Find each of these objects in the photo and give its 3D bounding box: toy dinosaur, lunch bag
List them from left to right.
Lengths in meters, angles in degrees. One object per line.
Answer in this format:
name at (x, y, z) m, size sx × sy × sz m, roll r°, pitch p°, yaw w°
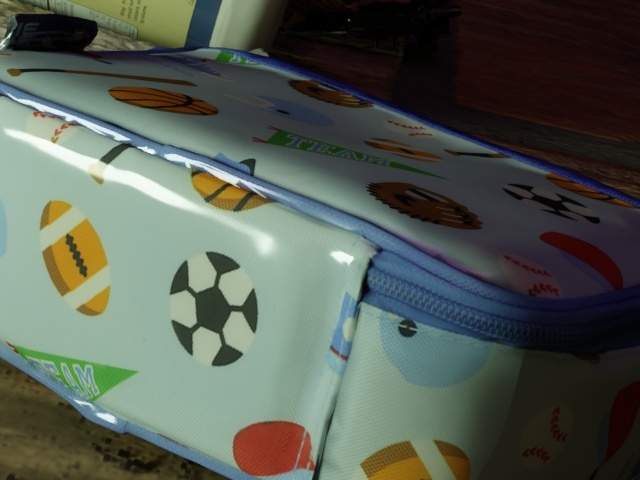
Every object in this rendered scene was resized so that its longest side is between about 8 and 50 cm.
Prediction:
toy dinosaur at (-0.004, -0.218, 1.206) m, size 0.218 × 0.164 × 0.322 m, roll -6°, pitch 40°, yaw -8°
lunch bag at (0.000, 0.000, 0.574) m, size 0.303 × 0.115 × 0.243 m, roll 26°, pitch 21°, yaw 32°

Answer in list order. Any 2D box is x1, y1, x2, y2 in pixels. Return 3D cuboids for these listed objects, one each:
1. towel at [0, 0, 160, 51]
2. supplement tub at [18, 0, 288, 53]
towel at (-0.163, -0.093, 0.829) m, size 0.282 × 0.049 × 0.187 m, roll 20°, pitch 21°, yaw 20°
supplement tub at (-0.154, -0.258, 0.967) m, size 0.316 × 0.228 × 0.228 m, roll 21°, pitch 19°, yaw -3°
